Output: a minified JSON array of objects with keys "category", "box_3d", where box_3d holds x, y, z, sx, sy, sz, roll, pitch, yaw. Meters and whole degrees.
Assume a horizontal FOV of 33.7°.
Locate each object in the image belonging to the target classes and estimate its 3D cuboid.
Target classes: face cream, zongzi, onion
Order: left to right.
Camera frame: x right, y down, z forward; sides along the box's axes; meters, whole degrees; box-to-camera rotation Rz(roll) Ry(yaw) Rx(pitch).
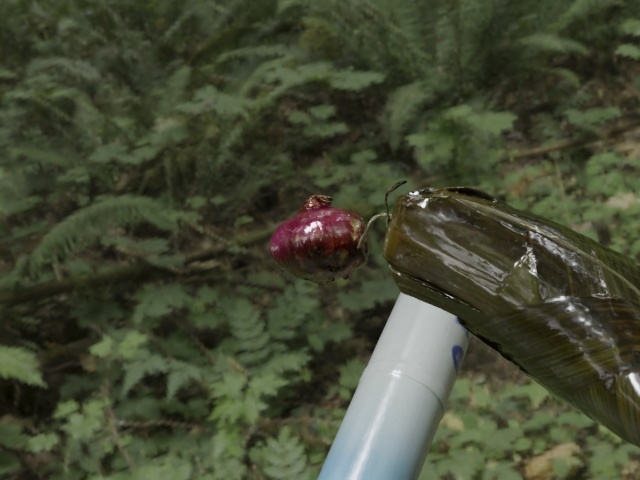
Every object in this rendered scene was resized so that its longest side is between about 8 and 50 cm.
[{"category":"onion","box_3d":[0.000,0.000,1.112,0.107,0.097,0.107,-4,-4,0]},{"category":"face cream","box_3d":[0.069,0.132,0.897,0.077,0.077,0.250,-5,42,35]},{"category":"zongzi","box_3d":[0.113,0.044,0.593,0.187,0.084,0.184,23,24,-5]}]
